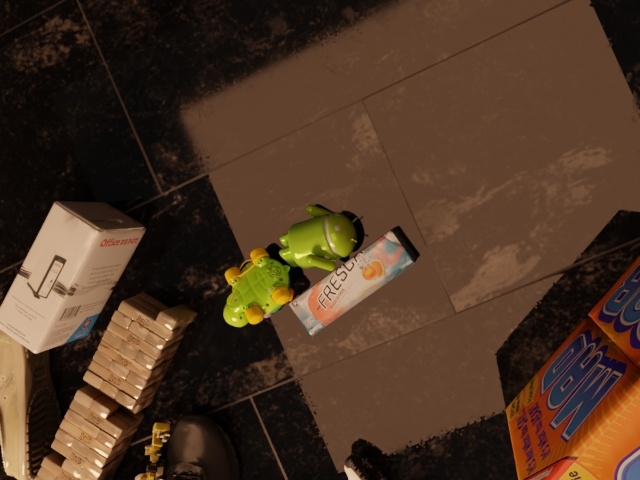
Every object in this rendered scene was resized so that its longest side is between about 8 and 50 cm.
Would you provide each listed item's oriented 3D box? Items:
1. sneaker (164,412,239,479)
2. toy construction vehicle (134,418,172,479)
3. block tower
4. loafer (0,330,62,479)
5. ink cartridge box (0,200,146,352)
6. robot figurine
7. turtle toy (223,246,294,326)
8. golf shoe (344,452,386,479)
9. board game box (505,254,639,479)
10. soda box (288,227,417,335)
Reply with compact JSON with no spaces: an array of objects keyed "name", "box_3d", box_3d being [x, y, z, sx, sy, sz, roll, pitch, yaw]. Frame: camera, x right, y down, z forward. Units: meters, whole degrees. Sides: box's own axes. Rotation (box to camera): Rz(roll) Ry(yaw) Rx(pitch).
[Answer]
[{"name":"sneaker","box_3d":[-0.186,0.399,1.106,0.109,0.130,0.286,-2,92,13]},{"name":"toy construction vehicle","box_3d":[-0.250,0.319,1.121,0.035,0.098,0.086,12,54,-18]},{"name":"block tower","box_3d":[-0.309,0.235,1.137,0.097,0.091,0.335,30,98,7]},{"name":"loafer","box_3d":[-0.468,0.238,1.168,0.092,0.102,0.268,-7,83,13]},{"name":"ink cartridge box","box_3d":[-0.361,0.047,1.104,0.086,0.148,0.203,31,98,9]},{"name":"robot figurine","box_3d":[0.000,0.000,1.068,0.115,0.067,0.101,-17,49,21]},{"name":"turtle toy","box_3d":[-0.092,0.077,1.096,0.130,0.066,0.095,-37,63,14]},{"name":"golf shoe","box_3d":[0.076,0.404,1.083,0.094,0.077,0.198,-33,86,12]},{"name":"board game box","box_3d":[0.469,0.223,0.850,0.356,0.356,0.356,39,100,6]},{"name":"soda box","box_3d":[0.046,0.058,1.070,0.183,0.063,0.058,-37,87,11]}]
